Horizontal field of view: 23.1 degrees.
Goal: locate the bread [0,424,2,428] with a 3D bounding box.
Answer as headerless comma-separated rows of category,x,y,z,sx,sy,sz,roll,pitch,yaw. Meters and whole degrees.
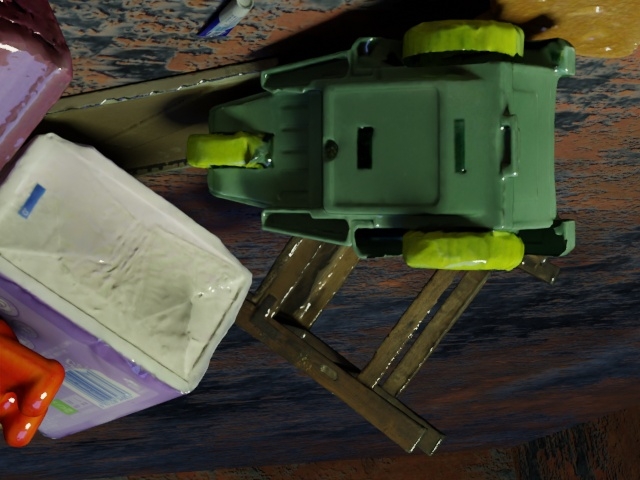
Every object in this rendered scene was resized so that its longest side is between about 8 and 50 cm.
bread,-0.405,0.144,1.868,0.306,0.158,0.305,-8,163,-3

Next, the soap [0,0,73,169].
soap,-0.309,-0.081,1.001,0.127,0.220,0.325,19,126,-46

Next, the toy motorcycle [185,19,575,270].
toy motorcycle,0.058,-0.077,1.314,0.326,0.191,0.200,2,-177,38

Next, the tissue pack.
tissue pack,-0.252,0.052,1.464,0.242,0.160,0.338,38,152,-17

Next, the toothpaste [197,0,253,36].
toothpaste,-0.073,-0.172,1.219,0.024,0.015,0.083,-4,169,-22

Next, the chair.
chair,0.000,0.000,1.572,0.240,0.416,0.203,-56,166,1

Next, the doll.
doll,-0.379,0.066,1.314,0.336,0.105,0.200,29,147,-5

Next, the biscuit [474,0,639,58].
biscuit,0.208,-0.191,1.271,0.162,0.035,0.250,-9,165,26

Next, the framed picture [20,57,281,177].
framed picture,-0.158,-0.097,1.420,0.281,0.019,0.209,-10,164,3
